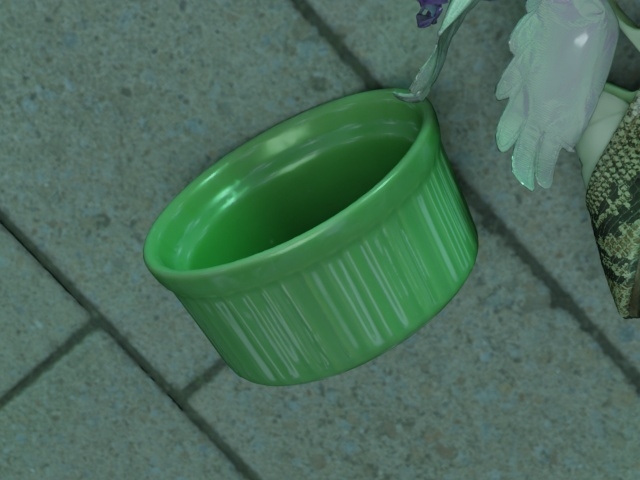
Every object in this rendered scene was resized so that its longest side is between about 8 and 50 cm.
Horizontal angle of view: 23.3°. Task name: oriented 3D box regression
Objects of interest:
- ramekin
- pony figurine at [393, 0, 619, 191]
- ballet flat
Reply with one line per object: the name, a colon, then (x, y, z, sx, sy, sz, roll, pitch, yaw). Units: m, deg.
ramekin: (0.000, 0.000, 1.461, 0.303, 0.303, 0.148, -23, 113, 16)
pony figurine: (0.161, -0.262, 1.326, 0.363, 0.303, 0.351, 35, 95, 29)
ballet flat: (0.331, -0.172, 1.435, 0.182, 0.164, 0.483, 29, 108, 21)
